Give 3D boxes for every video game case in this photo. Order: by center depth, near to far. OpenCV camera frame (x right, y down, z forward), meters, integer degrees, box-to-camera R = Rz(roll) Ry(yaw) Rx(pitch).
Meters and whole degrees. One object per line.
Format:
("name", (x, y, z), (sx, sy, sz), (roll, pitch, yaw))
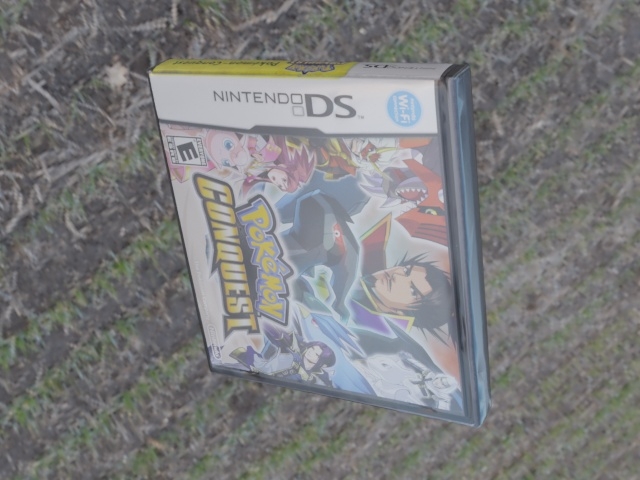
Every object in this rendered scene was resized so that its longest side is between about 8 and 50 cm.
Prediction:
("video game case", (0.000, 0.000, 0.731), (0.035, 0.248, 0.275), (-42, 132, -51))
